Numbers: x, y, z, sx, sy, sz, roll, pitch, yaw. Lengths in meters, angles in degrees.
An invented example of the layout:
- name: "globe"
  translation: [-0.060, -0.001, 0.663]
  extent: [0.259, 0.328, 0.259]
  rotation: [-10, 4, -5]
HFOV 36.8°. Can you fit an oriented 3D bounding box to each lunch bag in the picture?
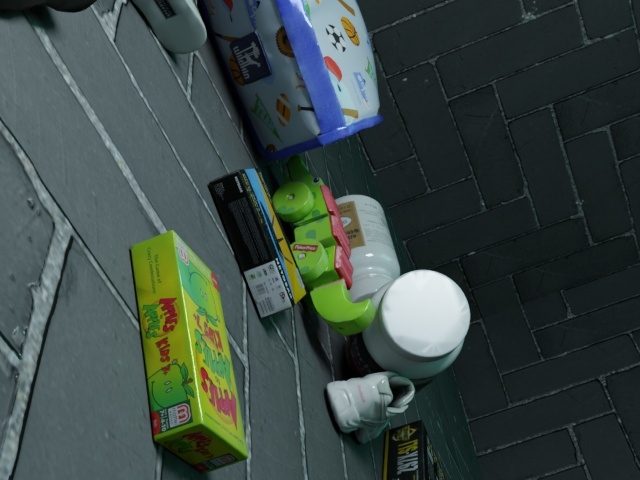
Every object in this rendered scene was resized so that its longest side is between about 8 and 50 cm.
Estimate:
- name: "lunch bag"
  translation: [-0.038, -0.307, 1.529]
  extent: [0.385, 0.238, 0.328]
  rotation: [-98, 168, -82]

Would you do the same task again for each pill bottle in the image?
- name: "pill bottle"
  translation: [0.073, 0.039, 1.731]
  extent: [0.131, 0.131, 0.229]
  rotation: [60, 13, -46]
- name: "pill bottle"
  translation: [0.135, 0.148, 1.506]
  extent: [0.278, 0.162, 0.162]
  rotation: [109, -34, -69]

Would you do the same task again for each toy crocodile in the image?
- name: "toy crocodile"
  translation: [0.000, 0.000, 1.472]
  extent: [0.115, 0.105, 0.341]
  rotation: [60, 12, -45]

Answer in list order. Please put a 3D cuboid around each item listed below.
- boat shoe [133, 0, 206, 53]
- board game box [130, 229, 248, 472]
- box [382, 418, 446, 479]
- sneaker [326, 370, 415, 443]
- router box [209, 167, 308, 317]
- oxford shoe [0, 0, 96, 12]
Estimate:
- name: "boat shoe"
  translation: [-0.195, -0.314, 1.131]
  extent: [0.219, 0.077, 0.070]
  rotation: [70, 5, -58]
- name: "board game box"
  translation: [-0.111, 0.092, 0.808]
  extent: [0.092, 0.043, 0.181]
  rotation: [57, 15, -55]
- name: "box"
  translation: [0.182, 0.475, 1.592]
  extent: [0.322, 0.079, 0.257]
  rotation: [-66, 137, -77]
- name: "sneaker"
  translation: [0.090, 0.244, 1.431]
  extent: [0.232, 0.115, 0.090]
  rotation: [39, 32, -73]
- name: "router box"
  translation: [-0.076, -0.001, 1.214]
  extent: [0.133, 0.046, 0.179]
  rotation: [-38, 107, -81]
- name: "oxford shoe"
  translation: [-0.239, -0.225, 0.740]
  extent: [0.076, 0.076, 0.212]
  rotation: [40, 11, 4]
